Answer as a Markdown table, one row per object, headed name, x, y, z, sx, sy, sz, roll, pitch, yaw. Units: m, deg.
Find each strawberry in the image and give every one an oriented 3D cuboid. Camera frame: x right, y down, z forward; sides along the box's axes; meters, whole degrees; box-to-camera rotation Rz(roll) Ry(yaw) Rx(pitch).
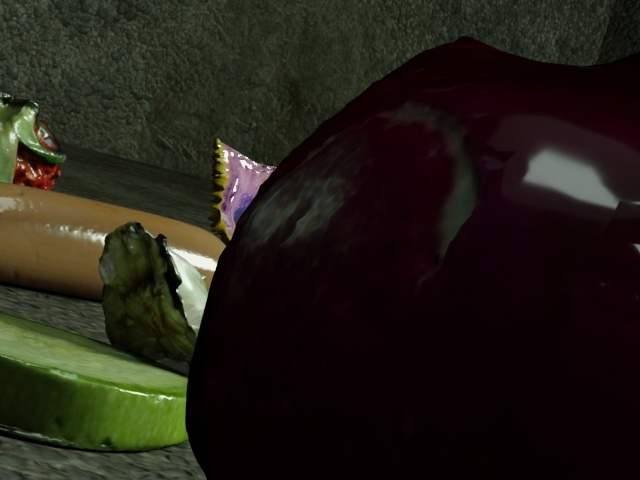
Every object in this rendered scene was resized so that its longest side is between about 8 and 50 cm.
| name | x | y | z | sx | sy | sz | roll | pitch | yaw |
| --- | --- | --- | --- | --- | --- | --- | --- | --- | --- |
| strawberry | -0.416 | -0.084 | 1.599 | 0.233 | 0.137 | 0.306 | 35 | -32 | -33 |

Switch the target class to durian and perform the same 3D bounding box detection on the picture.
| name | x | y | z | sx | sy | sz | roll | pitch | yaw |
| --- | --- | --- | --- | --- | --- | --- | --- | --- | --- |
| durian | -0.003 | 0.015 | 1.702 | 0.260 | 0.153 | 0.186 | 11 | -18 | 0 |

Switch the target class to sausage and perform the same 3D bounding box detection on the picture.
| name | x | y | z | sx | sy | sz | roll | pitch | yaw |
| --- | --- | --- | --- | --- | --- | --- | --- | --- | --- |
| sausage | -0.199 | 0.008 | 1.340 | 0.289 | 0.086 | 0.086 | 14 | 5 | -36 |

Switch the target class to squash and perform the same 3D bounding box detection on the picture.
| name | x | y | z | sx | sy | sz | roll | pitch | yaw |
| --- | --- | --- | --- | --- | --- | --- | --- | --- | --- |
| squash | -0.174 | 0.071 | 0.938 | 0.219 | 0.041 | 0.219 | 17 | 5 | -1 |

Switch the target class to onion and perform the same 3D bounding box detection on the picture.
| name | x | y | z | sx | sy | sz | roll | pitch | yaw |
| --- | --- | --- | --- | --- | --- | --- | --- | --- | --- |
| onion | 0.174 | 0.013 | 0.572 | 0.398 | 0.420 | 0.398 | 26 | 7 | -3 |

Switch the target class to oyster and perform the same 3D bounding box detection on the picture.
| name | x | y | z | sx | sy | sz | roll | pitch | yaw |
| --- | --- | --- | --- | --- | --- | --- | --- | --- | --- |
| oyster | -0.094 | 0.062 | 1.061 | 0.163 | 0.081 | 0.191 | 42 | -4 | 41 |
